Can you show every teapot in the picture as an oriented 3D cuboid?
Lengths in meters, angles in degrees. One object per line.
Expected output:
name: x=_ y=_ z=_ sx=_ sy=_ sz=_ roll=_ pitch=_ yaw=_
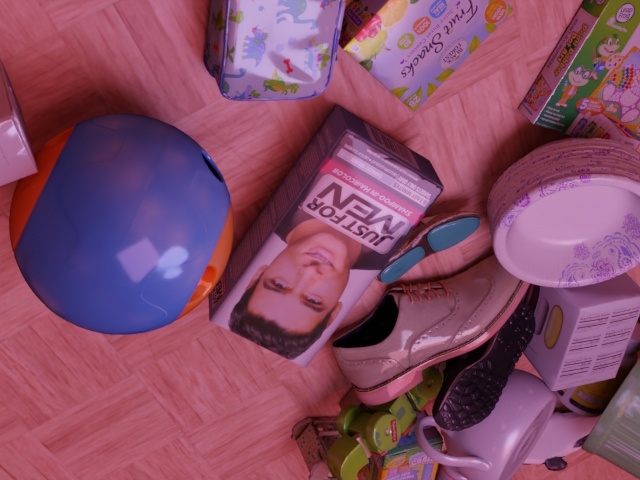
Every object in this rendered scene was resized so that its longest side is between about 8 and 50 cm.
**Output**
teapot: x=0.311 y=0.337 z=1.833 sx=0.253 sy=0.187 sz=0.256 roll=-54 pitch=156 yaw=-10

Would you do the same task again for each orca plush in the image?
orca plush: x=0.525 y=0.413 z=2.159 sx=0.287 sy=0.102 sz=0.151 roll=-36 pitch=89 yaw=-9

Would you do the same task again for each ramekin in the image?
ramekin: x=0.677 y=0.341 z=1.965 sx=0.303 sy=0.148 sz=0.303 roll=-46 pitch=158 yaw=-25

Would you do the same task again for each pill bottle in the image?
pill bottle: x=0.583 y=0.255 z=2.012 sx=0.119 sy=0.119 sz=0.209 roll=5 pitch=124 yaw=-29
pill bottle: x=0.296 y=0.541 z=2.124 sx=0.087 sy=0.087 sz=0.160 roll=-5 pitch=128 yaw=-22

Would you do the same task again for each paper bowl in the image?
paper bowl: x=0.423 y=-0.059 z=1.628 sx=0.284 sy=0.148 sz=0.284 roll=-1 pitch=141 yaw=-1

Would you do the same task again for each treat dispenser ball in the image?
treat dispenser ball: x=-0.256 y=-0.020 z=1.265 sx=0.288 sy=0.288 sz=0.288 roll=-13 pitch=131 yaw=-16

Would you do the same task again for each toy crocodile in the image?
toy crocodile: x=0.138 y=0.309 z=1.781 sx=0.340 sy=0.115 sz=0.105 roll=-44 pitch=115 yaw=-28

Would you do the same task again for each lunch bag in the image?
lunch bag: x=-0.057 y=-0.293 z=1.279 sx=0.176 sy=0.090 sz=0.219 roll=-6 pitch=128 yaw=-21

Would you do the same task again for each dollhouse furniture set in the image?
dollhouse furniture set: x=0.048 y=0.389 z=1.815 sx=0.101 sy=0.182 sz=0.161 roll=23 pitch=114 yaw=-37

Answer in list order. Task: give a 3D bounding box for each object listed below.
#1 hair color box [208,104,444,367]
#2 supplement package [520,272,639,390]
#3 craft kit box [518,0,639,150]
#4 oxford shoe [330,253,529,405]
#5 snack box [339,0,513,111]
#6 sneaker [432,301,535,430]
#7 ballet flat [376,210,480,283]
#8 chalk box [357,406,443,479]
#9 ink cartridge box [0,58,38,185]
hair color box: x=0.000 y=0.000 z=1.498 sx=0.185 sy=0.114 sz=0.374 roll=28 pitch=112 yaw=-21
supplement package: x=0.465 y=0.132 z=1.804 sx=0.149 sy=0.194 sz=0.203 roll=-8 pitch=129 yaw=-21
craft kit box: x=0.486 y=-0.278 z=1.583 sx=0.249 sy=0.061 sz=0.247 roll=10 pitch=118 yaw=-32
oxford shoe: x=0.200 y=0.129 z=1.717 sx=0.397 sy=0.140 sz=0.146 roll=-38 pitch=117 yaw=-4
snack box: x=0.144 y=-0.313 z=1.374 sx=0.207 sy=0.070 sz=0.174 roll=-44 pitch=132 yaw=13
sneaker: x=0.272 y=0.226 z=1.756 sx=0.283 sy=0.124 sz=0.107 roll=-48 pitch=120 yaw=-27
ballet flat: x=0.170 y=-0.004 z=1.638 sx=0.206 sy=0.067 sz=0.073 roll=-29 pitch=135 yaw=-6
chalk box: x=0.151 y=0.404 z=1.913 sx=0.132 sy=0.132 sz=0.213 roll=-10 pitch=129 yaw=-19
ink cartridge box: x=-0.468 y=-0.118 z=1.170 sx=0.219 sy=0.160 sz=0.093 roll=-21 pitch=134 yaw=-9
